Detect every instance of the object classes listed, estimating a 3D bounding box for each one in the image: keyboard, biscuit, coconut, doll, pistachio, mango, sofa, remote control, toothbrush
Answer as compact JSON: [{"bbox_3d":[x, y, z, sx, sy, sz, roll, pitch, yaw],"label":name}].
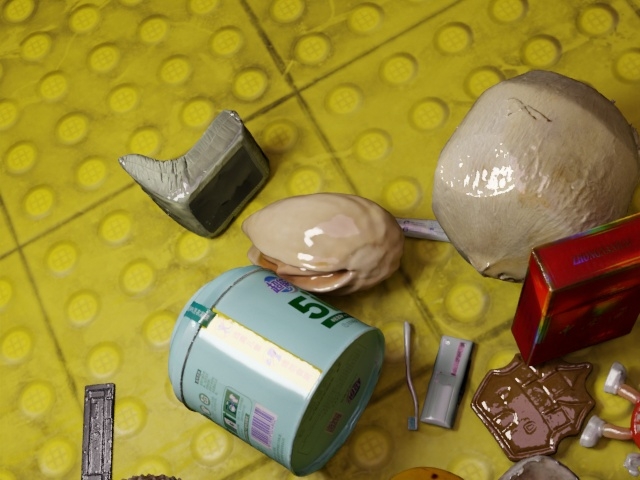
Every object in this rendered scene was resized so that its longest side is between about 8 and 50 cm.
[{"bbox_3d":[-0.422,0.371,2.024,0.061,0.013,0.204,-8,65,11],"label":"keyboard"},{"bbox_3d":[0.380,0.272,1.847,0.215,0.034,0.182,-35,63,-2],"label":"biscuit"},{"bbox_3d":[0.358,-0.087,1.842,0.346,0.346,0.360,28,77,24],"label":"coconut"},{"bbox_3d":[0.556,0.307,1.760,0.217,0.085,0.183,20,78,28],"label":"doll"},{"bbox_3d":[0.000,0.000,1.984,0.318,0.193,0.214,9,38,26],"label":"pistachio"},{"bbox_3d":[0.182,0.439,1.797,0.178,0.090,0.115,11,77,27],"label":"mango"},{"bbox_3d":[-0.237,-0.147,2.100,0.176,0.210,0.225,36,83,27],"label":"sofa"},{"bbox_3d":[0.227,0.250,1.899,0.065,0.029,0.166,11,70,20],"label":"remote control"},{"bbox_3d":[0.163,0.243,1.927,0.022,0.017,0.204,1,66,-6],"label":"toothbrush"}]

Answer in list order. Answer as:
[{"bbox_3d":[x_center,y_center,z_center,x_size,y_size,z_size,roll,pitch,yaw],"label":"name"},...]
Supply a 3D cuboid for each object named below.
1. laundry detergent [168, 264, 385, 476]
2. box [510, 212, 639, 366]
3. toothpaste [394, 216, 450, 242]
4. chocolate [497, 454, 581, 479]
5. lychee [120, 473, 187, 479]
[{"bbox_3d":[-0.090,0.210,1.854,0.305,0.287,0.287,28,76,23],"label":"laundry detergent"},{"bbox_3d":[0.430,0.088,1.741,0.197,0.313,0.089,-17,62,-5],"label":"box"},{"bbox_3d":[0.195,-0.021,2.027,0.218,0.033,0.052,6,69,14],"label":"toothpaste"},{"bbox_3d":[0.303,0.487,1.720,0.185,0.100,0.303,45,80,-12],"label":"chocolate"},{"bbox_3d":[-0.286,0.528,1.777,0.300,0.300,0.300,-5,66,12],"label":"lychee"}]
